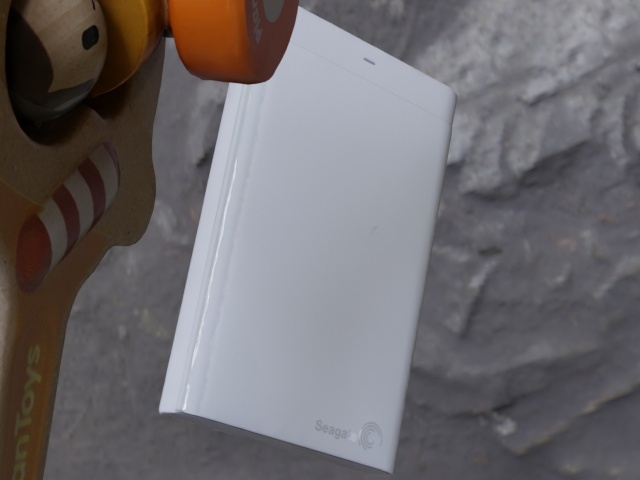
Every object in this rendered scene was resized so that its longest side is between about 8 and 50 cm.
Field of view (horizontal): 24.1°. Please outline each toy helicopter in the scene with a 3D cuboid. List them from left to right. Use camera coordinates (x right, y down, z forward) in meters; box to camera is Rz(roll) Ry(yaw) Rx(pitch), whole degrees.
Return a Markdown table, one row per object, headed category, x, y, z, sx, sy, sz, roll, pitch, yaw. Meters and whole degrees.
| category | x | y | z | sx | sy | sz | roll | pitch | yaw |
| --- | --- | --- | --- | --- | --- | --- | --- | --- | --- |
| toy helicopter | -0.119 | 0.007 | 0.544 | 0.140 | 0.235 | 0.355 | 9 | 93 | 14 |

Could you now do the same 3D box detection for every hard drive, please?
| category | x | y | z | sx | sy | sz | roll | pitch | yaw |
| --- | --- | --- | --- | --- | --- | --- | --- | --- | --- |
| hard drive | 0.000 | 0.000 | 1.109 | 0.203 | 0.307 | 0.040 | 22 | 161 | -38 |
